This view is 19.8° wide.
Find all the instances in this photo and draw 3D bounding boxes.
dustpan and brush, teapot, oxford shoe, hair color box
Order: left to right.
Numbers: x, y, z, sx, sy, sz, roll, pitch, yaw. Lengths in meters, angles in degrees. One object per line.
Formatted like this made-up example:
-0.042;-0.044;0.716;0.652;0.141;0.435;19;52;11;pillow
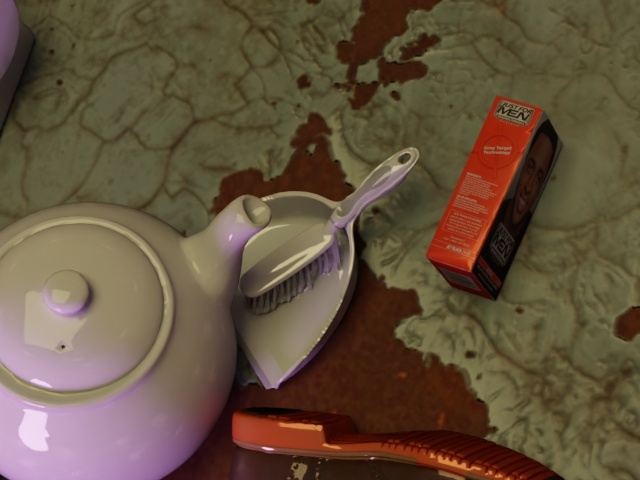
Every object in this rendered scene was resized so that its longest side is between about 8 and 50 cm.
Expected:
-0.189;0.072;1.408;0.252;0.187;0.256;16;71;8;teapot
0.000;0.000;1.466;0.211;0.060;0.147;-36;62;4;dustpan and brush
0.058;0.190;1.367;0.271;0.097;0.098;7;92;27;oxford shoe
0.136;-0.033;1.422;0.043;0.072;0.141;18;78;26;hair color box

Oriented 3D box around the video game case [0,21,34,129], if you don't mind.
-0.442;-0.067;1.674;0.300;0.036;0.329;11;73;24;video game case

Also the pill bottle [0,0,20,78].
-0.399;-0.221;1.613;0.264;0.153;0.153;30;82;27;pill bottle
